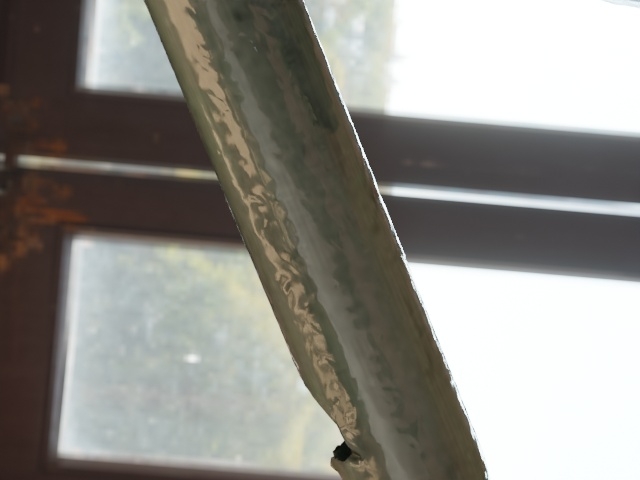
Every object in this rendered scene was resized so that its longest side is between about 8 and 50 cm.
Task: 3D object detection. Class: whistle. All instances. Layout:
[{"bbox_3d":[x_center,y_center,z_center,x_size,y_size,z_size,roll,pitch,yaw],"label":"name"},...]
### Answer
[{"bbox_3d":[0.000,0.000,0.651,0.062,0.062,0.312,-95,163,-80],"label":"whistle"}]

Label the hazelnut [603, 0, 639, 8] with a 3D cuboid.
[{"bbox_3d":[0.156,-0.275,0.608,0.353,0.421,0.421,60,-1,-1],"label":"hazelnut"}]
